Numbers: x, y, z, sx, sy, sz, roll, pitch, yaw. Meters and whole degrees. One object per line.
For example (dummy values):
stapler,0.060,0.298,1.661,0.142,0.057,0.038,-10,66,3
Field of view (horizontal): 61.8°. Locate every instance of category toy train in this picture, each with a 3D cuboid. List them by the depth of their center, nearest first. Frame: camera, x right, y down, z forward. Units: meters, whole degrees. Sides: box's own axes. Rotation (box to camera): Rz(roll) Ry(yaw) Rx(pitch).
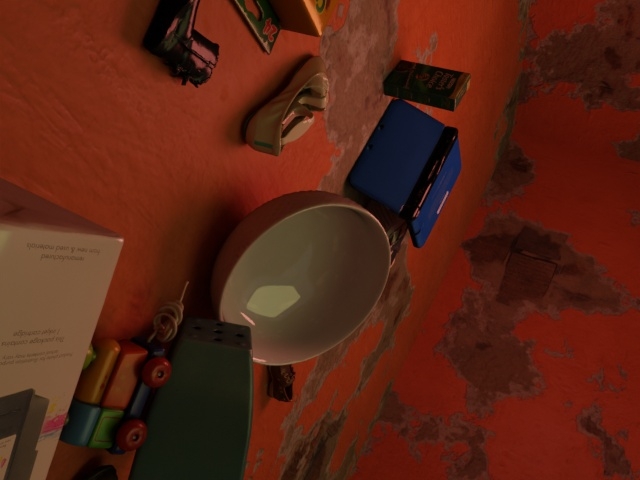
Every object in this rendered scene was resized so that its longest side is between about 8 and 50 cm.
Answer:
toy train,-0.280,0.151,0.712,0.143,0.105,0.248,29,78,-49

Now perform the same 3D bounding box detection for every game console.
game console,0.231,-0.172,1.397,0.293,0.173,0.250,-60,150,-19

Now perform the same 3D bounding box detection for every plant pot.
plant pot,-0.183,0.249,0.828,0.166,0.165,0.235,-127,-130,-76

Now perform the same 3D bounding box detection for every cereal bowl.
cereal bowl,-0.048,0.054,0.978,0.338,0.141,0.339,-17,127,-24

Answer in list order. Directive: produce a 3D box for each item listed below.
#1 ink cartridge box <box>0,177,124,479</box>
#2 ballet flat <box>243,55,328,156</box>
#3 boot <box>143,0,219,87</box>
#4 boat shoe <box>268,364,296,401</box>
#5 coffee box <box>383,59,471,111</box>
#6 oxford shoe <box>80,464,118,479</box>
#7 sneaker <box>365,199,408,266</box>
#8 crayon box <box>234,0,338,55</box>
ink cartridge box,-0.323,0.125,0.440,0.119,0.207,0.354,12,99,-65
ballet flat,-0.034,-0.232,0.923,0.248,0.086,0.086,-54,152,-31
boot,-0.161,-0.261,0.674,0.121,0.045,0.099,-62,154,1
boat shoe,-0.086,0.316,1.278,0.064,0.060,0.178,-40,143,-48
coffee box,0.259,-0.379,1.296,0.113,0.184,0.040,-54,153,-31
oxford shoe,-0.354,0.444,0.774,0.227,0.096,0.083,-63,154,-18
sneaker,0.170,-0.022,1.476,0.321,0.126,0.127,-53,150,-16
crayon box,-0.018,-0.453,0.779,0.319,0.081,0.202,-65,156,-8
